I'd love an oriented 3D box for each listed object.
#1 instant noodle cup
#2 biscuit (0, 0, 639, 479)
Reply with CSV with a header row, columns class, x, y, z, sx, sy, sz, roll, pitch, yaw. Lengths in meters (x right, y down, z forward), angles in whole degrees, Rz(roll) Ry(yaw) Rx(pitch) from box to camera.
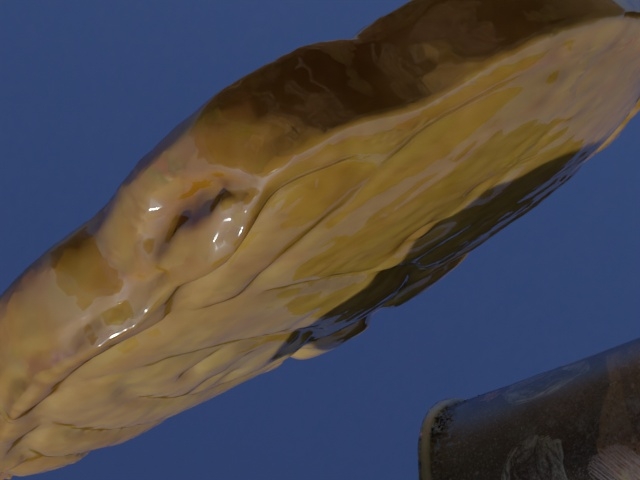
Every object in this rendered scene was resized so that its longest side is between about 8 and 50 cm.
class,x,y,z,sx,sy,sz,roll,pitch,yaw
instant noodle cup,0.205,0.163,1.170,0.217,0.207,0.217,44,-151,-33
biscuit,0.000,0.000,0.743,0.312,0.351,0.057,-14,-110,-52
